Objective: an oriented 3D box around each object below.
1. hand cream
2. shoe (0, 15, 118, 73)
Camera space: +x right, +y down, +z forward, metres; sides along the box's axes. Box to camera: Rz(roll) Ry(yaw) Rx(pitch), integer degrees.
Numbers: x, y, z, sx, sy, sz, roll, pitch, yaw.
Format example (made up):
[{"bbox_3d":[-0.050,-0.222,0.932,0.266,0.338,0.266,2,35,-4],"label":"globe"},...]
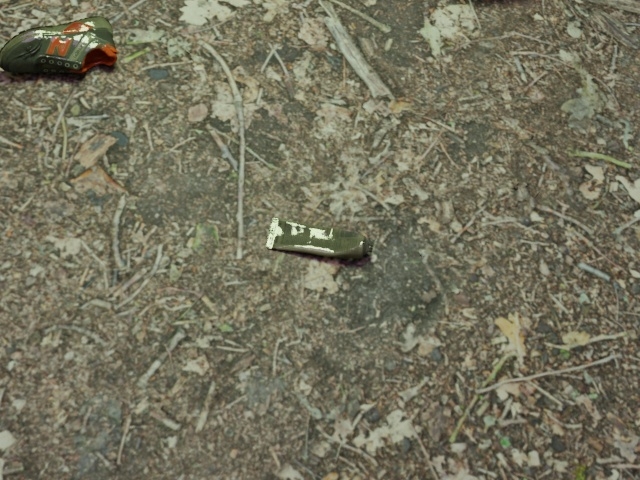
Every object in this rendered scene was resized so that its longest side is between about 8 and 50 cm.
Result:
[{"bbox_3d":[0.000,0.000,1.188,0.165,0.037,0.057,9,62,3],"label":"hand cream"},{"bbox_3d":[-0.427,-0.307,1.248,0.195,0.074,0.077,-23,74,-22],"label":"shoe"}]
